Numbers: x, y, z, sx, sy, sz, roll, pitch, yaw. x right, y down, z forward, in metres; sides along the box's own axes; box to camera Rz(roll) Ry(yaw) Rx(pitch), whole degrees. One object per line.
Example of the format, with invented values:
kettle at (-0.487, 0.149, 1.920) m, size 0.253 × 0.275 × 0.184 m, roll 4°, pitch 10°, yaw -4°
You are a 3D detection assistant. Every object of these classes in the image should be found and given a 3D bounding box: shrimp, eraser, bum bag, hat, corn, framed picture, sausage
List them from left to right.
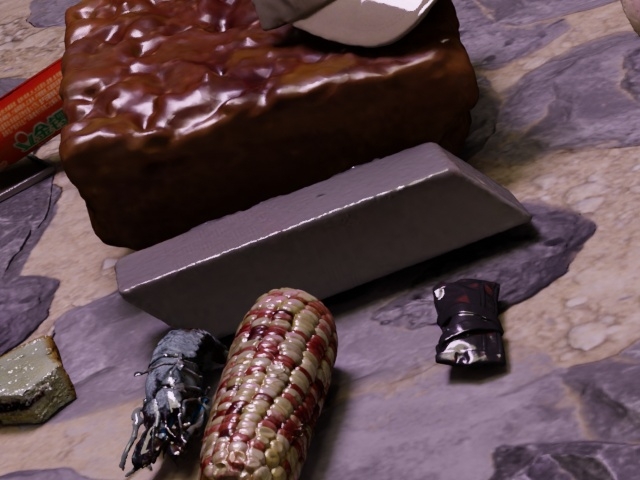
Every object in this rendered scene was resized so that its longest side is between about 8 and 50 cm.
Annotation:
framed picture at (-0.375, -0.072, 2.152) m, size 0.109 × 0.011 × 0.149 m, roll -29°, pitch 26°, yaw -20°
sausage at (-0.278, -0.167, 2.086) m, size 0.264 × 0.083 × 0.083 m, roll -32°, pitch 23°, yaw 10°
shrimp at (-0.124, 0.122, 1.512) m, size 0.082 × 0.076 × 0.174 m, roll -35°, pitch 18°, yaw 24°
corn at (-0.041, 0.126, 1.425) m, size 0.086 × 0.086 × 0.253 m, roll -11°, pitch 28°, yaw 18°
eraser at (0.000, 0.001, 1.637) m, size 0.352 × 0.077 × 0.111 m, roll -20°, pitch 18°, yaw -2°
hat at (0.036, -0.265, 1.725) m, size 0.173 × 0.144 × 0.166 m, roll -7°, pitch 29°, yaw 50°
bum bag at (0.116, 0.064, 1.488) m, size 0.058 × 0.034 × 0.124 m, roll -4°, pitch 27°, yaw 2°

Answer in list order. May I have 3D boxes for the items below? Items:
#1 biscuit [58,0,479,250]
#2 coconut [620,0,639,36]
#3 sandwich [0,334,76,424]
biscuit at (-0.054, -0.147, 1.837) m, size 0.395 × 0.166 × 0.342 m, roll -12°, pitch 30°, yaw 2°
coconut at (0.371, -0.250, 1.807) m, size 0.147 × 0.147 × 0.152 m, roll -34°, pitch 25°, yaw -27°
sandwich at (-0.267, 0.130, 1.638) m, size 0.105 × 0.036 × 0.093 m, roll -23°, pitch 26°, yaw -4°
